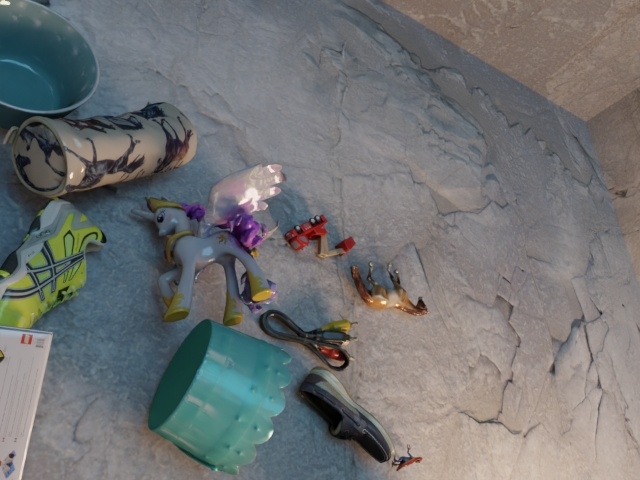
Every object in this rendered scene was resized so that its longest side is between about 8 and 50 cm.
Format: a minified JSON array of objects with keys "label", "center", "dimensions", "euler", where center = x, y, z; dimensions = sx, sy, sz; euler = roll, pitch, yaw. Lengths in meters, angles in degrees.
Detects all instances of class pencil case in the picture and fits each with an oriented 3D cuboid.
[{"label":"pencil case","center":[-0.473,-0.213,1.366],"dimensions":[0.183,0.160,0.410],"euler":[36,30,17]}]

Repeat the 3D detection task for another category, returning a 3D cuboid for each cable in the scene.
[{"label":"cable","center":[-0.027,0.258,1.570],"dimensions":[0.287,0.072,0.139],"euler":[11,74,-19]}]

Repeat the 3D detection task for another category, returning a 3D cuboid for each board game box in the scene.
[{"label":"board game box","center":[-0.578,0.288,1.011],"dimensions":[0.193,0.053,0.305],"euler":[15,80,-32]}]

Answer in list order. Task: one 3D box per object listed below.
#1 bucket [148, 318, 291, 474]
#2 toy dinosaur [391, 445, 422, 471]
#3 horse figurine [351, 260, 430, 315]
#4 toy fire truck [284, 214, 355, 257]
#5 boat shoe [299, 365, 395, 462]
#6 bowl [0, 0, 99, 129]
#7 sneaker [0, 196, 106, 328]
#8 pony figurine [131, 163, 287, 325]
[{"label":"bucket","center":[-0.206,0.304,1.233],"dimensions":[0.183,0.281,0.281],"euler":[33,48,-18]},{"label":"toy dinosaur","center":[0.222,0.564,1.550],"dimensions":[0.082,0.047,0.090],"euler":[5,25,-6]},{"label":"horse figurine","center":[0.187,0.143,1.785],"dimensions":[0.263,0.066,0.174],"euler":[9,53,-37]},{"label":"toy fire truck","center":[0.000,0.000,1.737],"dimensions":[0.192,0.047,0.135],"euler":[-29,85,-44]},{"label":"boat shoe","center":[0.058,0.435,1.479],"dimensions":[0.285,0.103,0.092],"euler":[49,50,2]},{"label":"bowl","center":[-0.667,-0.366,1.352],"dimensions":[0.312,0.163,0.311],"euler":[19,54,-28]},{"label":"sneaker","center":[-0.541,0.081,1.189],"dimensions":[0.147,0.145,0.384],"euler":[31,50,-19]},{"label":"pony figurine","center":[-0.230,0.008,1.399],"dimensions":[0.351,0.302,0.363],"euler":[-12,55,-16]}]
